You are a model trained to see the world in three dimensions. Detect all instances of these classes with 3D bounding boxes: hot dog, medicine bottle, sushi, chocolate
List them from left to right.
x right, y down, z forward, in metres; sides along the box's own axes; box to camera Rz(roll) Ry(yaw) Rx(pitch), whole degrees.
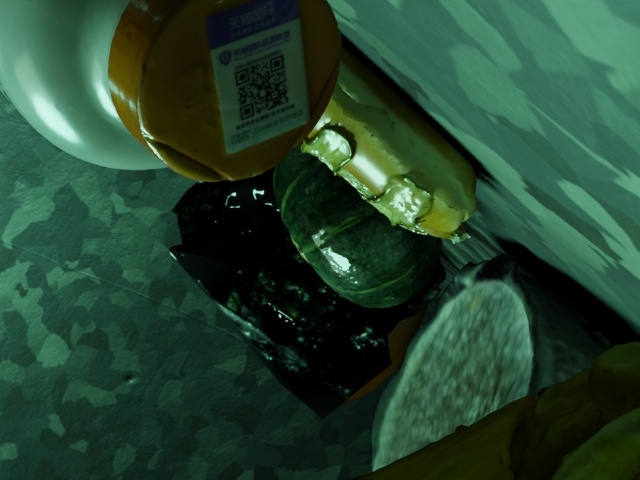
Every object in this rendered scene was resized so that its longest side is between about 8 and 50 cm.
[{"bbox_3d":[-0.107,-0.134,0.614,0.289,0.157,0.157,41,179,44],"label":"medicine bottle"},{"bbox_3d":[0.000,0.000,1.205,0.215,0.212,0.227,50,-172,-13],"label":"sushi"},{"bbox_3d":[0.002,-0.093,0.833,0.269,0.072,0.109,41,177,-6],"label":"hot dog"},{"bbox_3d":[0.187,0.186,1.038,0.213,0.303,0.303,19,-173,-17],"label":"chocolate"}]

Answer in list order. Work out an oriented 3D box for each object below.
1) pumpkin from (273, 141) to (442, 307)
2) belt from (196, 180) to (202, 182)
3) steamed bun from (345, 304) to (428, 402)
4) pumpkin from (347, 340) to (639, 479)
[{"bbox_3d":[0.032,-0.027,1.008,0.167,0.125,0.167,42,-174,-6],"label":"pumpkin"},{"bbox_3d":[-0.109,-0.164,1.091,0.218,0.128,0.122,45,-145,-46],"label":"belt"},{"bbox_3d":[0.011,0.039,1.692,0.235,0.248,0.379,38,166,34],"label":"steamed bun"},{"bbox_3d":[0.136,0.152,0.371,0.225,0.303,0.256,71,179,-76],"label":"pumpkin"}]
